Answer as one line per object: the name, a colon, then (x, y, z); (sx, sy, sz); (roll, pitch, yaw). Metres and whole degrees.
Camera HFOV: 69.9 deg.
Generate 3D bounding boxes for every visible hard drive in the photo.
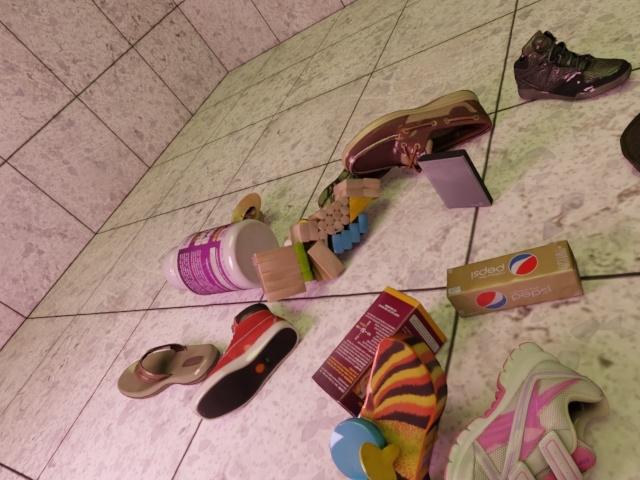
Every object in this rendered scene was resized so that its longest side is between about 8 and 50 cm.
hard drive: (0.255, -0.112, 0.863); (0.094, 0.135, 0.022); (0, 54, 46)

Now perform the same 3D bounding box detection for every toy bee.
toy bee: (0.099, 0.276, 0.568); (0.162, 0.298, 0.195); (28, 32, 28)

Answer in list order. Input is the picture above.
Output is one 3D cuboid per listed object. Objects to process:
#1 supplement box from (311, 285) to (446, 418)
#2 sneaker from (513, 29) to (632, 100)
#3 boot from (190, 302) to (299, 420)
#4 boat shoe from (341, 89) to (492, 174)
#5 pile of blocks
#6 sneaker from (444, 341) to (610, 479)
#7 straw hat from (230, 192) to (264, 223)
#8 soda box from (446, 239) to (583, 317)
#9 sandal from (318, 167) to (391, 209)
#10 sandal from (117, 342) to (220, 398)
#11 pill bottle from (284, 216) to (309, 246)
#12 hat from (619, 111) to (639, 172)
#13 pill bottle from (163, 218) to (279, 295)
supplement box: (0.093, 0.180, 0.705); (0.188, 0.104, 0.080); (-48, 33, -12)
sneaker: (0.492, -0.356, 0.925); (0.087, 0.130, 0.227); (-50, 36, -12)
boot: (-0.176, 0.236, 0.936); (0.244, 0.088, 0.176); (-42, 31, -18)
boat shoe: (0.218, -0.221, 1.039); (0.341, 0.123, 0.123); (-21, 56, 2)
pile of blocks: (0.000, 0.000, 1.023); (0.362, 0.149, 0.112); (-41, 7, -16)
sneaker: (0.230, 0.233, 0.504); (0.111, 0.103, 0.252); (11, 59, 53)
straw hat: (-0.198, -0.062, 1.336); (0.144, 0.061, 0.145); (-26, 50, 35)
soda box: (0.287, 0.061, 0.690); (0.181, 0.061, 0.058); (-18, 38, 32)
sandal: (0.088, -0.138, 1.135); (0.219, 0.060, 0.090); (-45, 64, -8)
sandal: (-0.363, 0.283, 1.062); (0.302, 0.086, 0.120); (-22, 37, 27)
pill bottle: (-0.047, 0.005, 1.097); (0.065, 0.065, 0.116); (3, 53, 47)
hat: (0.604, -0.218, 0.640); (0.331, 0.134, 0.331); (-26, 36, 21)
pill bottle: (-0.261, 0.051, 1.162); (0.301, 0.169, 0.169); (-12, 42, 37)
